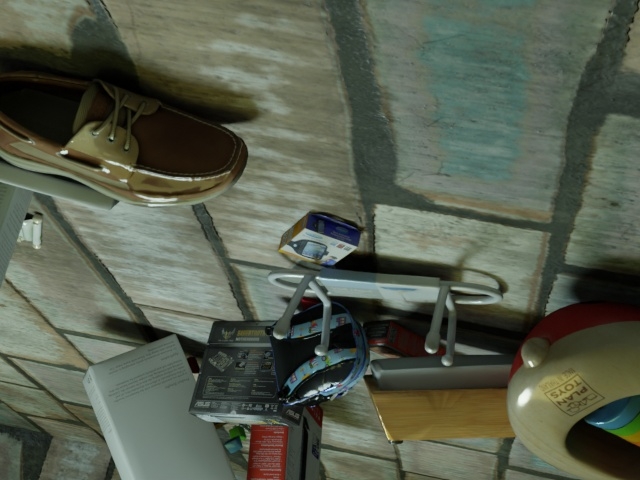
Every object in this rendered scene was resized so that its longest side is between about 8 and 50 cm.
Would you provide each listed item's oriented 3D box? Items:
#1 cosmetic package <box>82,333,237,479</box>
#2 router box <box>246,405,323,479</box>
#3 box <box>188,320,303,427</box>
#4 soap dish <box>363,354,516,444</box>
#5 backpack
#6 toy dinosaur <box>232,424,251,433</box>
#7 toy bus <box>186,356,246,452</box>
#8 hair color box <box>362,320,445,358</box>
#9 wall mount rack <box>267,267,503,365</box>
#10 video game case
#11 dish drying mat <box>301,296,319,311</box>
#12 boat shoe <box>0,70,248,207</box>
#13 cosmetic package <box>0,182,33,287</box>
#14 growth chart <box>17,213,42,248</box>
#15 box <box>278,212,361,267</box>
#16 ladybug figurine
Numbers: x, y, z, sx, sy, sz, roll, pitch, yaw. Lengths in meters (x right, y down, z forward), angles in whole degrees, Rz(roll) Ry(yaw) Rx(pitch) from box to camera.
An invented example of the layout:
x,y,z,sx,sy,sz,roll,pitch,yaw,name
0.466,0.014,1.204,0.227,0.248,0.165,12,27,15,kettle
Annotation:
x,y,z,sx,sy,sz,roll,pitch,yaw,name
-0.319,0.397,2.269,0.197,0.365,0.155,-19,170,-22,cosmetic package
-0.073,0.463,2.413,0.082,0.301,0.335,-1,157,11,router box
-0.120,0.239,2.048,0.231,0.183,0.056,-4,151,38,box
0.218,0.249,1.802,0.291,0.118,0.229,-1,179,-1,soap dish
0.010,0.185,1.873,0.173,0.158,0.117,-27,153,33,backpack
-0.134,0.421,2.572,0.064,0.268,0.118,-40,108,17,toy dinosaur
-0.192,0.325,2.411,0.104,0.202,0.191,-27,138,13,toy bus
0.140,0.183,1.940,0.141,0.043,0.072,29,155,-34,hair color box
0.078,0.107,1.611,0.350,0.130,0.304,3,167,12,wall mount rack
-0.366,-0.090,1.462,0.227,0.026,0.206,15,-173,-5,video game case
-0.014,0.114,1.909,0.032,0.008,0.083,10,159,8,dish drying mat
-0.246,-0.122,1.305,0.324,0.123,0.116,9,156,8,boat shoe
-0.495,-0.004,1.592,0.117,0.231,0.085,12,159,5,cosmetic package
-0.555,-0.047,1.814,0.237,0.021,0.172,19,158,-14,growth chart
0.000,0.000,1.585,0.081,0.028,0.136,19,161,-14,box
0.434,0.210,1.599,0.305,0.162,0.449,-36,131,29,ladybug figurine
